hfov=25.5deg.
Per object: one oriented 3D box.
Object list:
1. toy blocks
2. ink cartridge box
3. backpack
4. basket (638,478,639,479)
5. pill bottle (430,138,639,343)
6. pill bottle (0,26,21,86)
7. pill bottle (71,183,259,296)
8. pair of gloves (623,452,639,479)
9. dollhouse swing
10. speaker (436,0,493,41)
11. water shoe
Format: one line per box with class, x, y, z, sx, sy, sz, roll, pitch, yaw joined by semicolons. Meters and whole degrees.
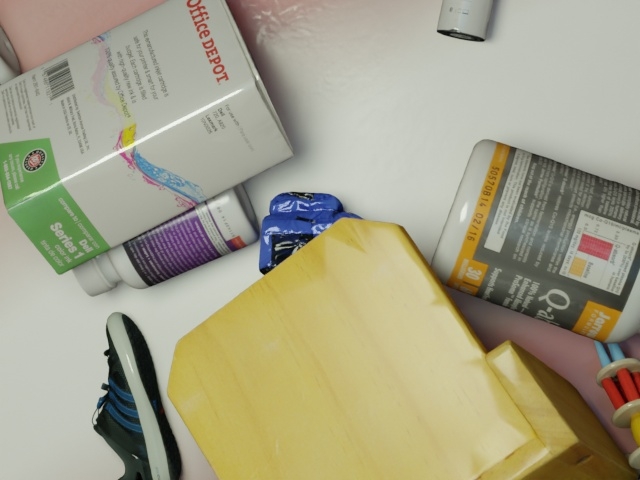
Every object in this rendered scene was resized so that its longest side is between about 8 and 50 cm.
toy blocks;0.356;0.162;1.490;0.123;0.054;0.148;-2;53;-18
ink cartridge box;-0.189;-0.121;1.461;0.278;0.117;0.201;-26;44;3
backpack;0.000;0.000;1.510;0.120;0.098;0.101;4;88;6
basket;0.352;0.388;1.396;0.255;0.201;0.288;18;82;10
pill bottle;0.265;0.012;1.455;0.279;0.162;0.162;20;93;5
pill bottle;-0.443;-0.170;1.534;0.215;0.117;0.117;-29;89;5
pill bottle;-0.172;-0.012;1.518;0.194;0.108;0.108;-23;89;5
pair of gloves;0.441;0.323;1.506;0.204;0.042;0.240;-15;85;10
dollhouse swing;0.071;0.195;1.464;0.347;0.315;0.305;-38;60;12
speaker;0.164;-0.284;1.510;0.055;0.055;0.136;11;92;5
water shoe;-0.216;0.181;1.545;0.080;0.073;0.203;-17;89;7
